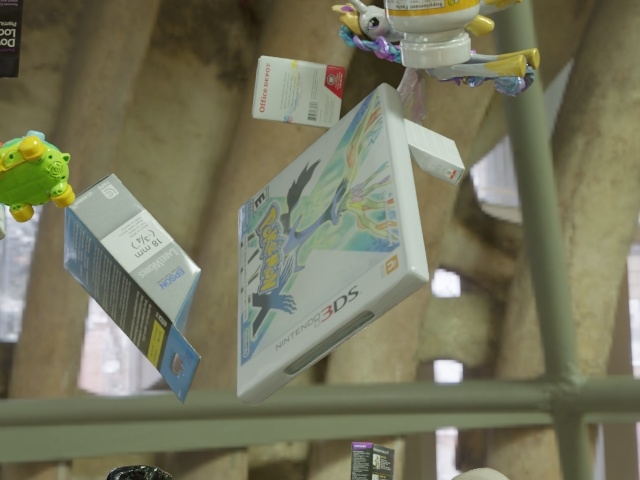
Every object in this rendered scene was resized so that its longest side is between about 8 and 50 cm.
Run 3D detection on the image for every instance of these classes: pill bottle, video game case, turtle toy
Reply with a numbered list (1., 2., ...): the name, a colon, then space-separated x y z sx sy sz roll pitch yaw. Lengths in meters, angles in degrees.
1. pill bottle: 0.132 -0.319 1.265 0.117 0.209 0.118 -6 20 2
2. video game case: 0.000 0.000 1.299 0.036 0.329 0.300 31 -54 -30
3. turtle toy: -0.335 -0.073 1.151 0.130 0.066 0.095 -19 -49 3

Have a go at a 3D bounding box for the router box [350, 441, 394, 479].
1. router box: 0.102 0.467 2.042 0.046 0.133 0.179 -1 -16 18

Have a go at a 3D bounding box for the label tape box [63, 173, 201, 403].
1. label tape box: -0.286 0.085 1.752 0.106 0.334 0.241 -38 -12 -27

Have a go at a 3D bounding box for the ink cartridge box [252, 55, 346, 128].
1. ink cartridge box: -0.048 -0.300 2.136 0.176 0.128 0.127 8 6 -6

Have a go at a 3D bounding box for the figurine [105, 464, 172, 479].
1. figurine: -0.222 0.443 1.439 0.092 0.210 0.215 -13 -35 28

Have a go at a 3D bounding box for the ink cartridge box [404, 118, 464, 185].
1. ink cartridge box: 0.166 -0.172 1.893 0.179 0.045 0.145 20 23 -10

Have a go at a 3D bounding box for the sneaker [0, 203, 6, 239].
1. sneaker: -0.531 -0.046 1.526 0.071 0.083 0.190 -37 -32 25

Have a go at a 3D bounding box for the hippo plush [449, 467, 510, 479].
1. hippo plush: 0.191 0.410 1.080 0.234 0.294 0.237 -15 -52 24

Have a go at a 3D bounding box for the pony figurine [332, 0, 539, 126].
1. pony figurine: 0.231 -0.362 2.047 0.363 0.303 0.351 3 -33 25

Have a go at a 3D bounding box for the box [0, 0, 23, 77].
1. box: -0.303 -0.210 0.862 0.116 0.162 0.029 -7 36 -31
